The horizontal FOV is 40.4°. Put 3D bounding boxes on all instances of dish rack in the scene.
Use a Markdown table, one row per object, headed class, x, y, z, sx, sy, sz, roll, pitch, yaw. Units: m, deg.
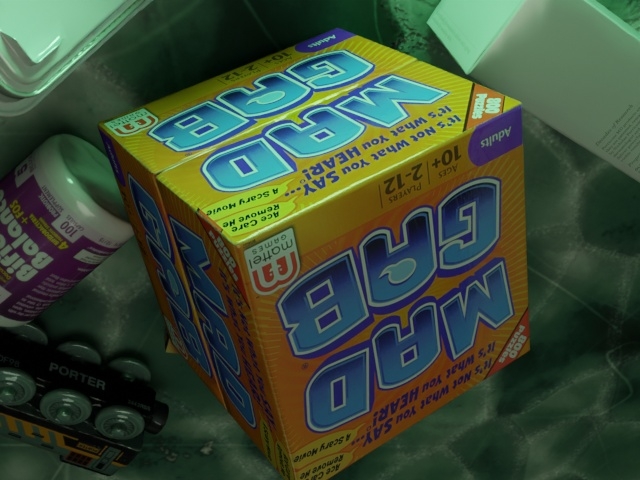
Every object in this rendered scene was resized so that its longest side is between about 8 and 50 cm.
| class | x | y | z | sx | sy | sz | roll | pitch | yaw |
| --- | --- | --- | --- | --- | --- | --- | --- | --- | --- |
| dish rack | -0.288 | -0.320 | 0.882 | 0.072 | 0.333 | 0.285 | 0 | 133 | 41 |

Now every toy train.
| class | x | y | z | sx | sy | sz | roll | pitch | yaw |
| --- | --- | --- | --- | --- | --- | --- | --- | --- | --- |
| toy train | -0.409 | 0.251 | 1.349 | 0.334 | 0.142 | 0.190 | 25 | 124 | -25 |

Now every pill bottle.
| class | x | y | z | sx | sy | sz | roll | pitch | yaw |
| --- | --- | --- | --- | --- | --- | --- | --- | --- | --- |
| pill bottle | -0.400 | 0.010 | 1.167 | 0.301 | 0.169 | 0.169 | -39 | 122 | 13 |

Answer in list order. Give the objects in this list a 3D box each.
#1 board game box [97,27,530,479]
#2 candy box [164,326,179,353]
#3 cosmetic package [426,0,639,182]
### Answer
| class | x | y | z | sx | sy | sz | roll | pitch | yaw |
| --- | --- | --- | --- | --- | --- | --- | --- | --- | --- |
| board game box | 0.000 | 0.000 | 1.067 | 0.356 | 0.356 | 0.356 | -27 | 127 | -22 |
| candy box | -0.143 | 0.130 | 1.369 | 0.186 | 0.053 | 0.109 | 8 | 120 | -18 |
| cosmetic package | 0.344 | -0.230 | 1.148 | 0.365 | 0.197 | 0.155 | 25 | 115 | -23 |
